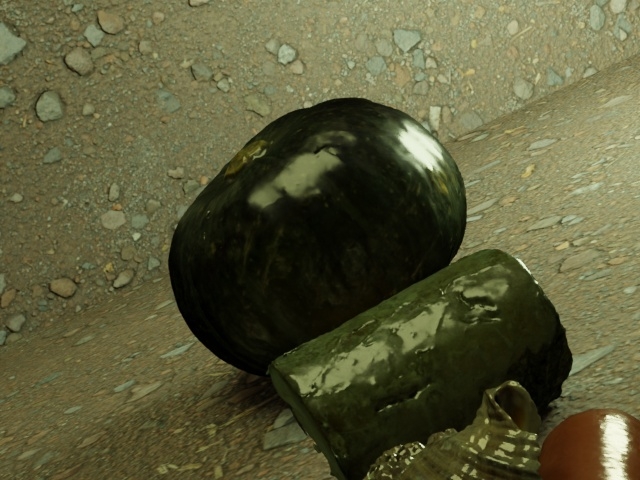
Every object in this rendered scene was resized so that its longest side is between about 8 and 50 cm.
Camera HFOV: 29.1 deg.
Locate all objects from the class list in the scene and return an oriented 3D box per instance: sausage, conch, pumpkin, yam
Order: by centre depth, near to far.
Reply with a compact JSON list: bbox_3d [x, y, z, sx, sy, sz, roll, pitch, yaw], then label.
[{"bbox_3d":[0.112,0.218,0.959,0.163,0.245,0.178,2,34,-34],"label":"conch"},{"bbox_3d":[0.221,0.217,0.981,0.114,0.113,0.259,-19,13,15],"label":"sausage"},{"bbox_3d":[0.111,0.144,1.312,0.300,0.195,0.195,-26,12,-15],"label":"yam"},{"bbox_3d":[0.000,0.000,1.770,0.454,0.344,0.454,-37,12,9],"label":"pumpkin"}]
